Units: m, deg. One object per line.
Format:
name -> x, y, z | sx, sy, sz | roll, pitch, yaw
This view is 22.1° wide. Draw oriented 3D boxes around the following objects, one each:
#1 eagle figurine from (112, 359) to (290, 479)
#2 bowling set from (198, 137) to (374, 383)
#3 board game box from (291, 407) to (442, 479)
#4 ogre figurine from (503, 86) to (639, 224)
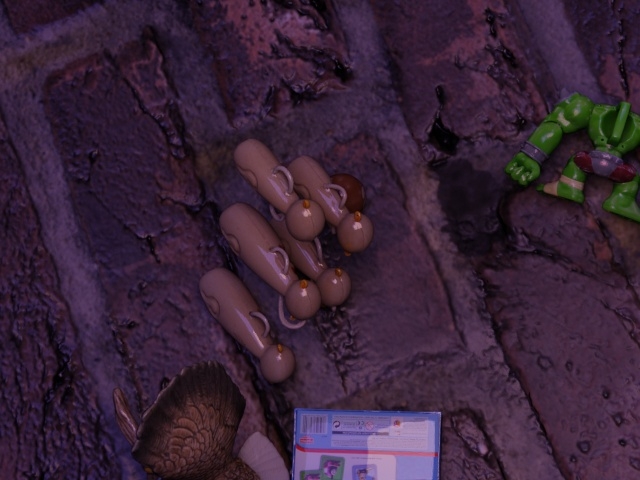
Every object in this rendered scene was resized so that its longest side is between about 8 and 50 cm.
eagle figurine -> -0.124, 0.256, 1.634 | 0.226, 0.298, 0.225 | 35, 71, -11
bowling set -> 0.000, 0.000, 1.754 | 0.200, 0.287, 0.154 | -26, 62, -29
board game box -> 0.048, 0.288, 1.747 | 0.160, 0.039, 0.212 | 1, 75, 8
ogre figurine -> 0.314, -0.090, 1.782 | 0.197, 0.097, 0.118 | 19, 90, 23
